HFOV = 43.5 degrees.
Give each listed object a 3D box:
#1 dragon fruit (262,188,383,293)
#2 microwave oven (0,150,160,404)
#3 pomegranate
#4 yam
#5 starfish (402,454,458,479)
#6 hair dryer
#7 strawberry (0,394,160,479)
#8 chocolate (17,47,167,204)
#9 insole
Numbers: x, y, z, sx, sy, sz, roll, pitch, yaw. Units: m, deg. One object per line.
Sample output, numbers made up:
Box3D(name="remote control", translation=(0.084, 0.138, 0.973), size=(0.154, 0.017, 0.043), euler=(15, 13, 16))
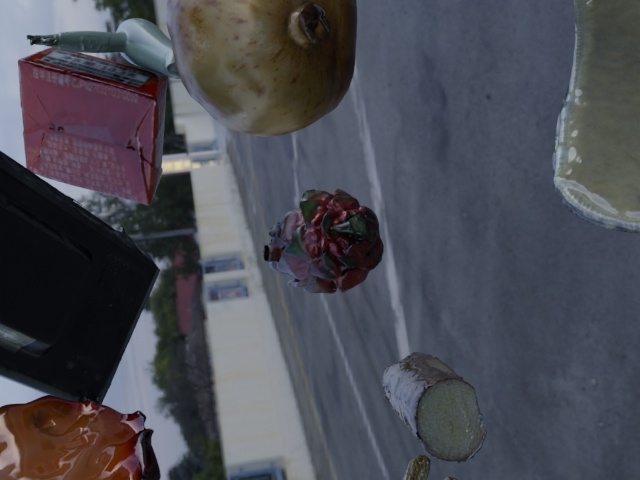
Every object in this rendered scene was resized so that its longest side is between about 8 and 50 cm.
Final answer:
Box3D(name="dragon fruit", translation=(0.008, 0.002, 1.287), size=(0.189, 0.182, 0.182), euler=(28, 136, 33))
Box3D(name="microwave oven", translation=(-0.392, 0.012, 0.875), size=(0.355, 0.287, 0.218), euler=(44, -119, -52))
Box3D(name="pomegranate", translation=(-0.052, -0.222, 0.855), size=(0.215, 0.216, 0.215), euler=(173, 90, -82))
Box3D(name="yam", translation=(0.182, 0.265, 1.323), size=(0.238, 0.128, 0.129), euler=(-158, 85, -82))
Box3D(name="starfish", translation=(0.133, 0.444, 1.222), size=(0.071, 0.238, 0.215), euler=(144, 120, -63))
Box3D(name="hair dryer", translation=(-0.331, -0.300, 1.249), size=(0.206, 0.237, 0.075), euler=(37, 123, 46))
Box3D(name="strawberry", translation=(-0.245, 0.256, 0.584), size=(0.336, 0.265, 0.149), euler=(-45, -39, -55))
Box3D(name="chocolate", translation=(-0.380, -0.201, 1.372), size=(0.108, 0.238, 0.234), euler=(-71, -5, -48))
Box3D(name="insole", translation=(0.155, -0.103, 0.370), size=(0.011, 0.081, 0.247), euler=(75, -150, -53))
